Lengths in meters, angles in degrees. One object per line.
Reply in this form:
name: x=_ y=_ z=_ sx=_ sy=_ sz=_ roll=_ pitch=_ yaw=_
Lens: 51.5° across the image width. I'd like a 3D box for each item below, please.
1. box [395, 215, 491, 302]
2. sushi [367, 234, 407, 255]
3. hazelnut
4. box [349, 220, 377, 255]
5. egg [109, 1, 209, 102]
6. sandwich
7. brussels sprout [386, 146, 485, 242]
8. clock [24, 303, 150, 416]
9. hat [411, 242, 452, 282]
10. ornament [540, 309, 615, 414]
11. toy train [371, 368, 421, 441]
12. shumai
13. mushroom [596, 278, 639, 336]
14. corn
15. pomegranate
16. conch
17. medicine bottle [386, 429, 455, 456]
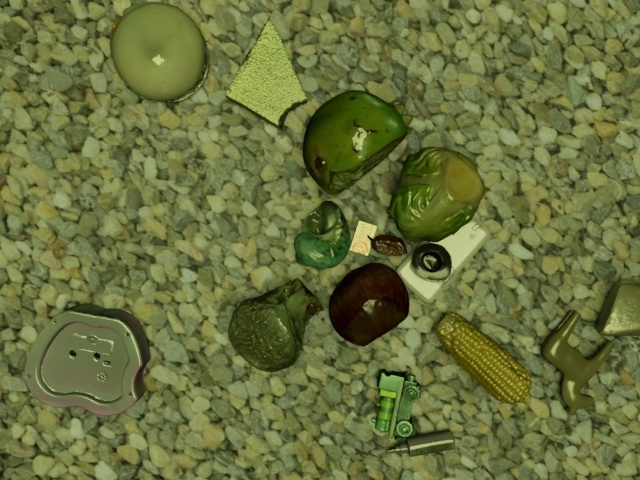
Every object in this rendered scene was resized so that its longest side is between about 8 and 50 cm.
box: x=0.357 y=0.038 z=1.934 sx=0.142 sy=0.044 sz=0.285 roll=42 pitch=91 yaw=-1
sushi: x=0.195 y=0.012 z=1.921 sx=0.120 sy=0.055 sz=0.052 roll=4 pitch=106 yaw=-10
hazelnut: x=0.128 y=0.170 z=1.852 sx=0.234 sy=0.218 sz=0.218 roll=-31 pitch=93 yaw=0
box: x=0.125 y=-0.007 z=1.938 sx=0.058 sy=0.015 sz=0.093 roll=18 pitch=91 yaw=-4
egg: x=-0.449 y=-0.534 z=1.823 sx=0.265 sy=0.174 sz=0.286 roll=-14 pitch=89 yaw=-5
sandwich: x=-0.122 y=-0.461 z=1.894 sx=0.212 sy=0.063 sz=0.245 roll=31 pitch=91 yaw=-6
brussels sprout: x=0.307 y=-0.127 z=1.825 sx=0.227 sy=0.294 sz=0.259 roll=23 pitch=68 yaw=-20
clock: x=-0.655 y=0.349 z=1.883 sx=0.339 sy=0.102 sz=0.338 roll=0 pitch=93 yaw=-2
hat: x=0.317 y=0.065 z=1.889 sx=0.121 sy=0.050 sz=0.121 roll=-1 pitch=82 yaw=8
ornament: x=0.748 y=0.367 z=1.949 sx=0.230 sy=0.061 sz=0.245 roll=39 pitch=88 yaw=-4
toy train: x=0.219 y=0.480 z=1.932 sx=0.132 sy=0.083 sz=0.200 roll=12 pitch=92 yaw=9
shumai: x=-0.118 y=0.244 z=1.884 sx=0.261 sy=0.222 sz=0.225 roll=-40 pitch=80 yaw=36
mushroom: x=0.992 y=0.204 z=1.916 sx=0.408 sy=0.137 sz=0.154 roll=2 pitch=64 yaw=-6
corn: x=0.472 y=0.344 z=1.906 sx=0.347 sy=0.130 sz=0.130 roll=42 pitch=90 yaw=1
pomegranate: x=0.095 y=-0.297 z=1.811 sx=0.216 sy=0.310 sz=0.358 roll=47 pitch=56 yaw=4
conch: x=0.003 y=-0.001 z=1.884 sx=0.188 sy=0.122 sz=0.175 roll=-34 pitch=72 yaw=-2
medicine bottle: x=0.291 y=0.600 z=1.945 sx=0.199 sy=0.057 sz=0.057 roll=-9 pitch=92 yaw=-2
